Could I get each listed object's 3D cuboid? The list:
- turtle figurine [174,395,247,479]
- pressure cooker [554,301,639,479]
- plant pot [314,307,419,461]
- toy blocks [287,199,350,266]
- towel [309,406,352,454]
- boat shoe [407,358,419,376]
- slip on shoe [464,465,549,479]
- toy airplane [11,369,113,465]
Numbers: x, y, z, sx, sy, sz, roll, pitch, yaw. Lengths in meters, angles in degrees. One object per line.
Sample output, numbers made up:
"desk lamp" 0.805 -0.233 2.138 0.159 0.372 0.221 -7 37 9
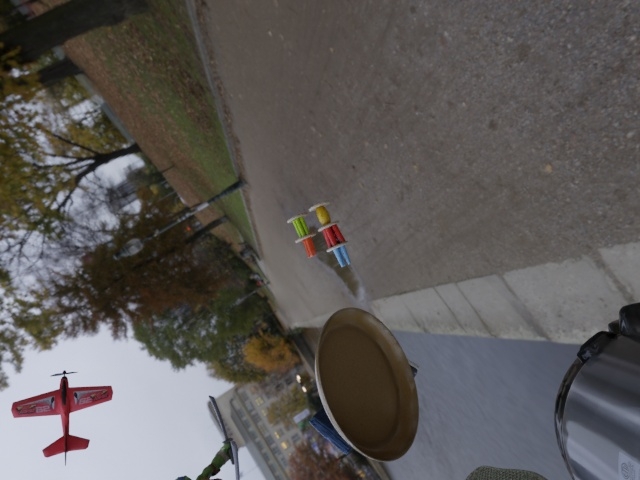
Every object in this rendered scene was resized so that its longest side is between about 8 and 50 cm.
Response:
"turtle figurine" -0.182 0.547 1.024 0.266 0.274 0.198 40 148 -27
"pressure cooker" 0.570 0.305 0.658 0.375 0.370 0.420 34 178 7
"plant pot" 0.071 0.222 0.706 0.236 0.032 0.236 30 -137 -33
"toy blocks" 0.000 0.000 1.006 0.054 0.123 0.148 -18 -96 -55
"towel" 0.036 0.452 1.075 0.119 0.067 0.029 33 121 23
"boat shoe" 0.192 0.352 1.299 0.206 0.065 0.075 29 163 -12
"slip on shoe" 0.376 0.507 0.839 0.101 0.123 0.331 46 162 10
"toy airplane" -0.427 0.295 0.752 0.151 0.151 0.028 57 149 4
